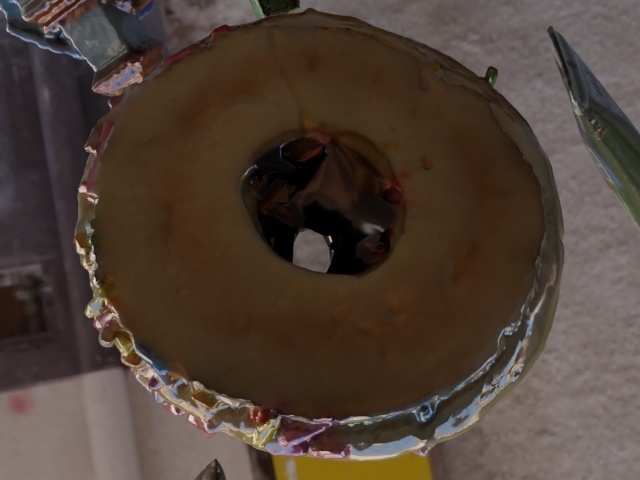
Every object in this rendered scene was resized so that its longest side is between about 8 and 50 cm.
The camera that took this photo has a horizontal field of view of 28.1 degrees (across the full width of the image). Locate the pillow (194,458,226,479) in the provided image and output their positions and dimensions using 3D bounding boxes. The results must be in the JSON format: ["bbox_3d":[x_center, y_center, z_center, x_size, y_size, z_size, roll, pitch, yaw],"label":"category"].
[{"bbox_3d":[-0.107,0.271,1.203,0.038,0.113,0.203,-1,164,-9],"label":"pillow"}]

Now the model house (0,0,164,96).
[{"bbox_3d":[-0.228,-0.336,1.403,0.295,0.329,0.252,-32,-171,29],"label":"model house"}]

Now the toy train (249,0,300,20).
[{"bbox_3d":[-0.053,-0.241,1.196,0.038,0.093,0.056,-22,170,-12],"label":"toy train"}]

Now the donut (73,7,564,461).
[{"bbox_3d":[0.000,0.000,0.446,0.174,0.174,0.068,-10,154,-10],"label":"donut"}]

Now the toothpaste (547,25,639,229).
[{"bbox_3d":[0.321,-0.092,1.375,0.061,0.099,0.392,-25,145,20],"label":"toothpaste"}]
